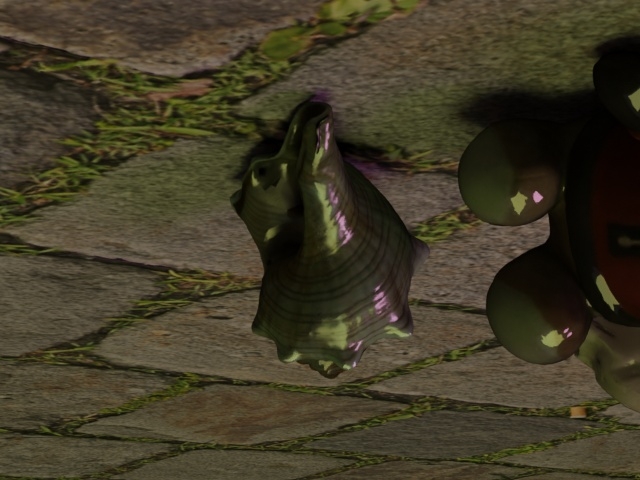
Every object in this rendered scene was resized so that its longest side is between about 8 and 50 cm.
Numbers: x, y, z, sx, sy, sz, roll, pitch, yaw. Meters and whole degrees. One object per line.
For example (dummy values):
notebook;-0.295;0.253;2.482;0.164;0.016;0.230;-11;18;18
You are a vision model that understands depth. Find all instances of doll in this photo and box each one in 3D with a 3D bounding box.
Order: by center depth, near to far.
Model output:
doll;0.247;-0.004;0.918;0.330;0.235;0.174;5;-161;43

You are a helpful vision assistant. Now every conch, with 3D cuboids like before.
conch;0.005;0.000;1.039;0.114;0.233;0.137;-21;-152;-34

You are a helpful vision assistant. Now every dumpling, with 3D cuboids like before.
dumpling;0.322;0.110;1.462;0.199;0.118;0.136;16;164;11
